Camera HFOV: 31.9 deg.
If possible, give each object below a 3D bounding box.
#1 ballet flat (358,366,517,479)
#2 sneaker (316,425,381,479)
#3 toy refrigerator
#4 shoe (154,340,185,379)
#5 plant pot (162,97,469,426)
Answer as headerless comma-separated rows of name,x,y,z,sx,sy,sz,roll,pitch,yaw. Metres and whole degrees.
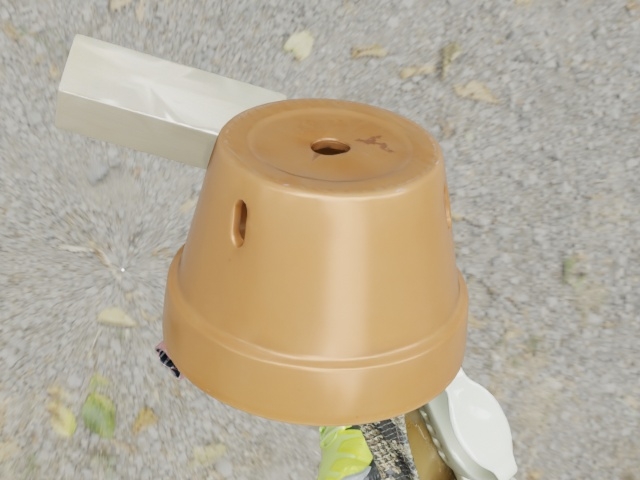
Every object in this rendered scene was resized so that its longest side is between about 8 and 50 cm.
ballet flat,0.147,0.250,1.260,0.164,0.182,0.483,-46,129,-29
sneaker,0.050,0.241,1.674,0.147,0.145,0.384,34,44,-9
toy refrigerator,-0.187,-0.166,1.403,0.269,0.102,0.094,14,66,-10
shoe,-0.173,0.126,1.411,0.081,0.178,0.063,-37,100,-17
plant pot,0.000,0.000,1.026,0.291,0.291,0.203,-2,121,-10
